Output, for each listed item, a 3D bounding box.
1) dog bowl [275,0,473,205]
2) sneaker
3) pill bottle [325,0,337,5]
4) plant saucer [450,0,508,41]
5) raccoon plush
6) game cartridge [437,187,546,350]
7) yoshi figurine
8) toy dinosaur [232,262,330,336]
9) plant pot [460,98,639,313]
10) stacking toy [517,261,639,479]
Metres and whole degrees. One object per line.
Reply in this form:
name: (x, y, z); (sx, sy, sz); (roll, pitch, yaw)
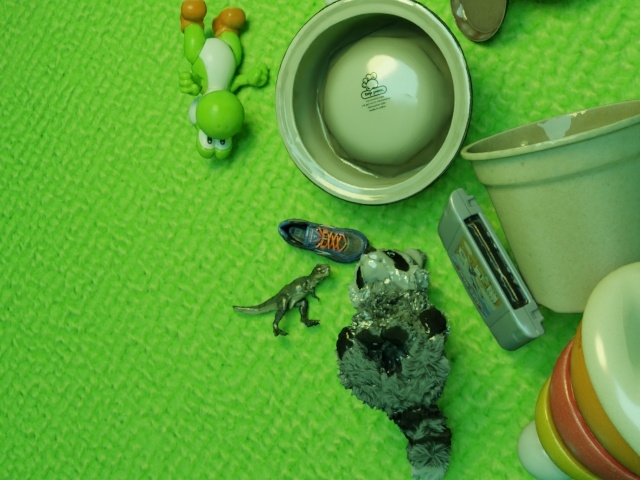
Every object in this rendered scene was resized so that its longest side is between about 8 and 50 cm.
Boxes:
dog bowl: (0.120, -0.283, 1.343); (0.407, 0.150, 0.409); (5, 104, 23)
sneaker: (0.000, 0.000, 1.442); (0.221, 0.087, 0.083); (10, 88, 23)
pill bottle: (0.047, -0.527, 1.509); (0.043, 0.043, 0.083); (-42, 70, 13)
plant saucer: (0.330, -0.497, 1.350); (0.029, 0.168, 0.169); (-17, 73, -24)
raccoon plush: (0.150, 0.228, 1.345); (0.215, 0.299, 0.447); (-2, 115, 7)
game cartridge: (0.313, 0.064, 1.245); (0.062, 0.198, 0.297); (-23, 72, -9)
yoshi figurine: (-0.237, -0.377, 1.532); (0.203, 0.203, 0.363); (-5, 85, 15)
toy dinosaur: (-0.070, 0.148, 1.471); (0.268, 0.064, 0.118); (-28, 68, 19)
plant pot: (0.444, -0.052, 1.140); (0.333, 0.334, 0.306); (-13, 101, 20)
stacking toy: (0.471, 0.282, 1.071); (0.350, 0.480, 0.351); (8, 57, -13)
